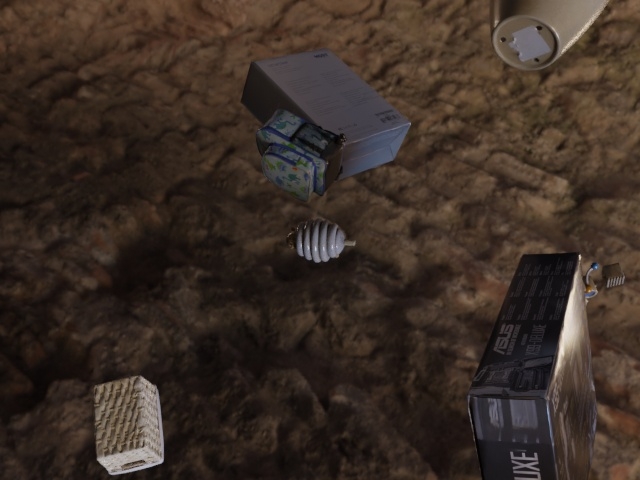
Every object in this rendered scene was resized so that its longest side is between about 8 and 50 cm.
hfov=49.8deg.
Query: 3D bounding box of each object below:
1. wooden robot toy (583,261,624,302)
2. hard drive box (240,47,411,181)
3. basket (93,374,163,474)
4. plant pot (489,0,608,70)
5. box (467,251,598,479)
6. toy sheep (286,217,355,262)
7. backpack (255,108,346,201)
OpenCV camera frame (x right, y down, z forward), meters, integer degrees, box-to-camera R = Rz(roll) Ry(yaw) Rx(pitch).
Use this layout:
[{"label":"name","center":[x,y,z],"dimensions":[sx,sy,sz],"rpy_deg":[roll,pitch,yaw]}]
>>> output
[{"label":"wooden robot toy","center":[0.417,0.090,1.130],"dimensions":[0.173,0.076,0.079],"rpy_deg":[-6,-124,-6]},{"label":"hard drive box","center":[0.007,-0.220,1.181],"dimensions":[0.181,0.089,0.232],"rpy_deg":[-22,-120,-37]},{"label":"basket","center":[-0.386,0.363,1.372],"dimensions":[0.113,0.103,0.167],"rpy_deg":[-14,-122,0]},{"label":"plant pot","center":[0.431,-0.466,1.320],"dimensions":[0.256,0.274,0.256],"rpy_deg":[21,151,12]},{"label":"box","center":[0.251,0.186,0.770],"dimensions":[0.076,0.243,0.307],"rpy_deg":[-3,-157,28]},{"label":"toy sheep","center":[0.000,0.000,1.275],"dimensions":[0.132,0.091,0.091],"rpy_deg":[-1,-168,10]},{"label":"backpack","center":[-0.034,-0.117,0.934],"dimensions":[0.114,0.084,0.105],"rpy_deg":[34,157,13]}]
